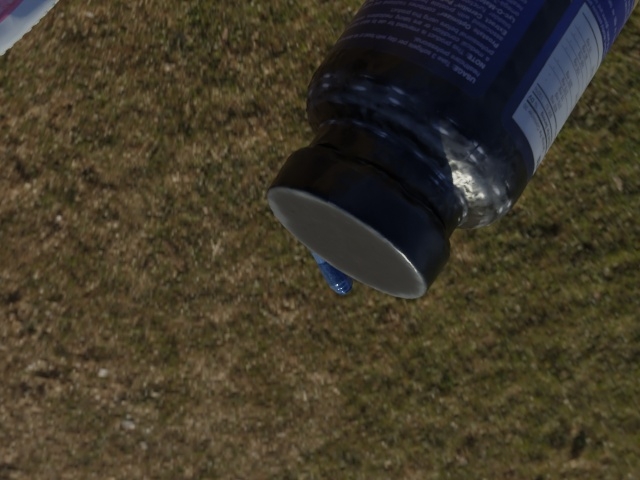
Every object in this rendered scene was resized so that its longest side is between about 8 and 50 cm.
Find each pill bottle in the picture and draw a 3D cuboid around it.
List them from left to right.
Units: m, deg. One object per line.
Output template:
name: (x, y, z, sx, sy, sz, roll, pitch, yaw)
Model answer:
pill bottle: (0.070, -0.085, 0.533, 0.123, 0.122, 0.219, 42, 72, -25)

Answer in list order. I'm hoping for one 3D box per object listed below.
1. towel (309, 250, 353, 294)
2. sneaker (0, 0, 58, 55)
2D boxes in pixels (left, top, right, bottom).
towel: (0.000, 0.000, 1.133, 0.029, 0.067, 0.119, -23, 110, 12)
sneaker: (-0.175, -0.098, 0.444, 0.134, 0.051, 0.070, -30, 113, 16)
